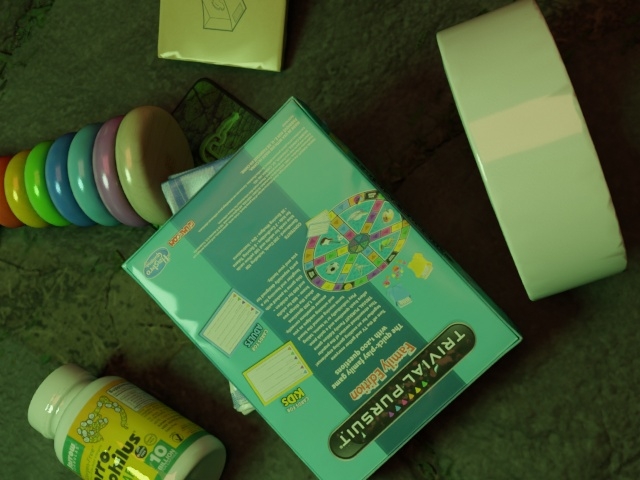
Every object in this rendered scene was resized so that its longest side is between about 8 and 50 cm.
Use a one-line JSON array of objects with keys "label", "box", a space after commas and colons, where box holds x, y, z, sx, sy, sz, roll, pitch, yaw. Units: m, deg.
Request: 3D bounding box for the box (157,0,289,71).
[{"label": "box", "box": [-0.116, -0.313, 1.246, 0.164, 0.021, 0.201, 8, 104, 13]}]

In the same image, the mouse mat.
[{"label": "mouse mat", "box": [-0.150, -0.091, 1.260, 0.152, 0.007, 0.189, 38, 91, 21]}]

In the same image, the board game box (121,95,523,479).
[{"label": "board game box", "box": [0.001, 0.060, 1.077, 0.254, 0.079, 0.336, -44, 86, 8]}]

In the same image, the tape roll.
[{"label": "tape roll", "box": [0.205, -0.089, 1.006, 0.100, 0.286, 0.286, -20, 73, 12]}]

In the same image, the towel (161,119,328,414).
[{"label": "towel", "box": [-0.043, 0.034, 1.139, 0.209, 0.034, 0.285, -18, 92, 12]}]

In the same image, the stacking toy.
[{"label": "stacking toy", "box": [-0.323, -0.064, 1.243, 0.330, 0.141, 0.141, -10, 75, 22]}]

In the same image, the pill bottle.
[{"label": "pill bottle", "box": [-0.220, 0.224, 1.149, 0.208, 0.117, 0.117, 29, 87, 20]}]
